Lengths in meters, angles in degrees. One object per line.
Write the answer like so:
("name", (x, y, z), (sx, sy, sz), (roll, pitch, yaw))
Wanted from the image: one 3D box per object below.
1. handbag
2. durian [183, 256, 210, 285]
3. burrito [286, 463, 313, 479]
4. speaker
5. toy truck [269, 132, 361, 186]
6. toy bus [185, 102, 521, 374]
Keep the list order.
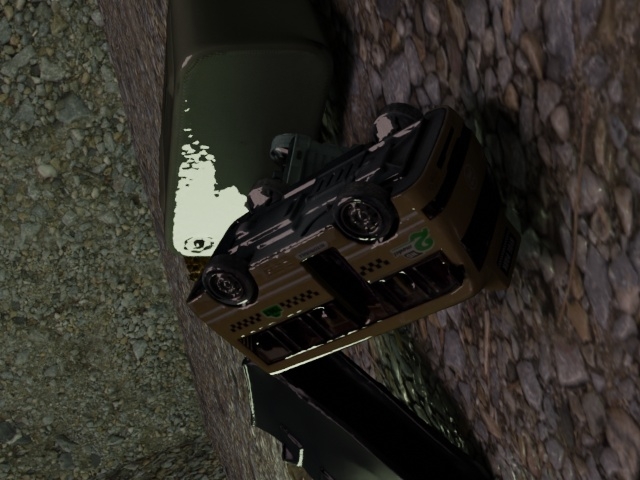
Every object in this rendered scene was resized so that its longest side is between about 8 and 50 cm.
("handbag", (0.053, 0.264, 1.223), (0.326, 0.118, 0.269), (39, 151, 23))
("durian", (-0.097, 0.034, 1.591), (0.237, 0.138, 0.193), (25, -145, -46))
("burrito", (0.029, 0.456, 1.698), (0.348, 0.107, 0.175), (64, 146, 18))
("speaker", (-0.111, -0.162, 1.221), (0.406, 0.183, 0.184), (106, 156, -54))
("toy truck", (0.000, 0.000, 1.128), (0.305, 0.162, 0.136), (116, 165, -69))
("toy bus", (0.026, 0.009, 0.863), (0.289, 0.139, 0.157), (-27, 116, 37))
